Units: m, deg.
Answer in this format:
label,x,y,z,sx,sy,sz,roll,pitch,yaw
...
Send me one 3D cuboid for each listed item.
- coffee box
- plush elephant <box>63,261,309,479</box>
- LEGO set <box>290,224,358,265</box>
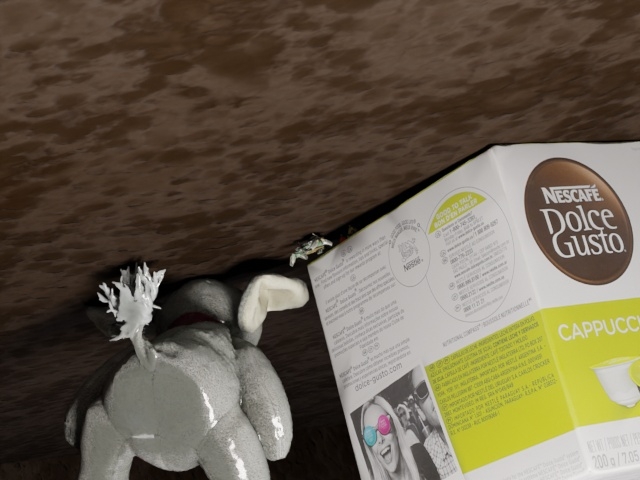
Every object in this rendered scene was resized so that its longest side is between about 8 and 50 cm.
label,x,y,z,sx,sy,sz,roll,pitch,yaw
coffee box,0.244,0.107,1.699,0.337,0.334,0.338,-3,161,-36
plush elephant,-0.139,0.152,1.793,0.271,0.330,0.255,-3,-165,21
LEGO set,0.001,0.000,1.745,0.083,0.023,0.054,-24,173,-11
